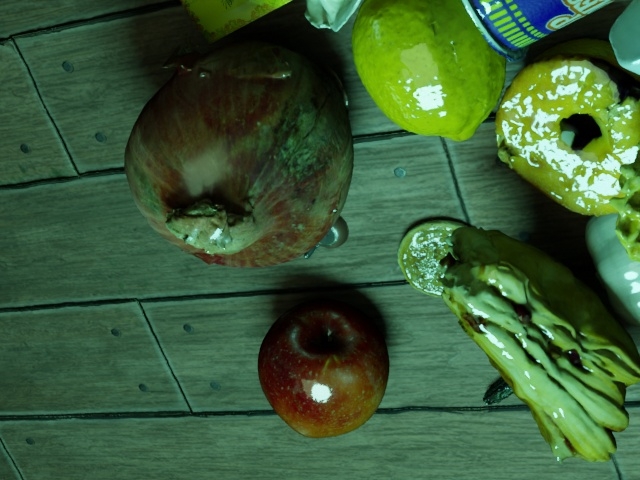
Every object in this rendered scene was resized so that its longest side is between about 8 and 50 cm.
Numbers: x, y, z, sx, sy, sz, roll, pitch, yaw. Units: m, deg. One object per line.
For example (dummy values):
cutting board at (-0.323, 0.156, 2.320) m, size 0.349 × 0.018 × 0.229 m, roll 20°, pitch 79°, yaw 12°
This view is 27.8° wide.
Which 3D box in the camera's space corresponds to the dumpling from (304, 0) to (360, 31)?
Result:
dumpling at (0.034, -0.379, 1.720) m, size 0.155 × 0.111 × 0.181 m, roll 38°, pitch 146°, yaw 45°

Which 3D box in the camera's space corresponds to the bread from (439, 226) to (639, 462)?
bread at (0.315, 0.122, 1.868) m, size 0.191 × 0.314 × 0.370 m, roll -37°, pitch 104°, yaw 5°

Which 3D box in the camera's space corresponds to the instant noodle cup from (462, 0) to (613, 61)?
instant noodle cup at (0.320, -0.395, 1.514) m, size 0.312 × 0.284 × 0.284 m, roll -19°, pitch 114°, yaw 27°

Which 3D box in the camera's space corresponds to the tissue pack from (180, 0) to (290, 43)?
tissue pack at (-0.114, -0.365, 1.862) m, size 0.176 × 0.062 × 0.095 m, roll -20°, pitch 113°, yaw 35°

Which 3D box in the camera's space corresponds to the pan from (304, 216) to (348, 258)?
pan at (0.000, 0.001, 2.098) m, size 0.068 × 0.023 × 0.115 m, roll 35°, pitch 131°, yaw -2°

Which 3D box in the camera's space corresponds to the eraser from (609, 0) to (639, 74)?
eraser at (0.503, -0.233, 1.524) m, size 0.290 × 0.104 × 0.189 m, roll 15°, pitch 146°, yaw -39°

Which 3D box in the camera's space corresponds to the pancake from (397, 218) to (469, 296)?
pancake at (0.197, 0.033, 2.021) m, size 0.158 × 0.028 × 0.158 m, roll 11°, pitch 127°, yaw 15°

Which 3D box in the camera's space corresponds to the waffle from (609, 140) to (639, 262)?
waffle at (0.484, -0.049, 1.694) m, size 0.056 × 0.253 × 0.249 m, roll 35°, pitch 146°, yaw 53°

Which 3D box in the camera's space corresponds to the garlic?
garlic at (0.470, 0.042, 1.820) m, size 0.178 × 0.143 × 0.229 m, roll -34°, pitch 103°, yaw 38°

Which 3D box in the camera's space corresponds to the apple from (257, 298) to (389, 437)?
apple at (0.007, 0.210, 2.124) m, size 0.218 × 0.218 × 0.201 m, roll 25°, pitch 138°, yaw 7°

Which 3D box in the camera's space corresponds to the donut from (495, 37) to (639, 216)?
donut at (0.363, -0.153, 1.747) m, size 0.253 × 0.118 × 0.254 m, roll 14°, pitch 126°, yaw 19°

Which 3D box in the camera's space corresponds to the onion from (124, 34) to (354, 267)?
onion at (-0.117, -0.129, 1.893) m, size 0.353 × 0.354 × 0.354 m, roll 13°, pitch 128°, yaw 17°

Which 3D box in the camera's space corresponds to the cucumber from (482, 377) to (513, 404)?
cucumber at (0.316, 0.229, 2.103) m, size 0.033 × 0.034 × 0.135 m, roll 44°, pitch 131°, yaw -2°

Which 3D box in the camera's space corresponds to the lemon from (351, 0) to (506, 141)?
lemon at (0.146, -0.253, 1.724) m, size 0.204 × 0.204 × 0.260 m, roll -10°, pitch 114°, yaw 32°
